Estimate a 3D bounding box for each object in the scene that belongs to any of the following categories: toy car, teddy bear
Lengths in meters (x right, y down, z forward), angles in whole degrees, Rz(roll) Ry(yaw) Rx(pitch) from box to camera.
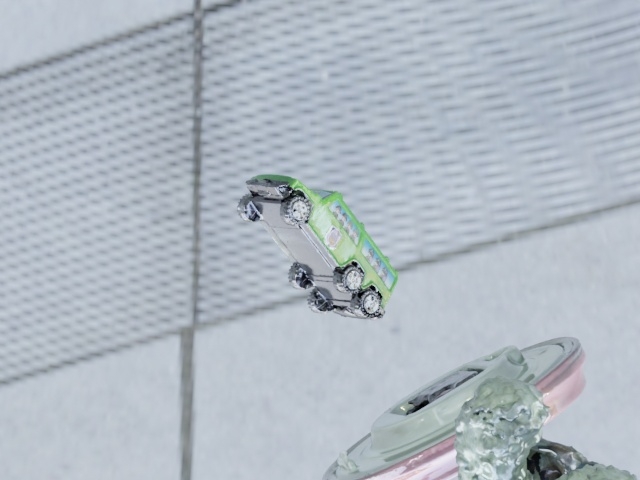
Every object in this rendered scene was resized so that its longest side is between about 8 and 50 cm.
[{"bbox_3d":[0.000,0.000,1.656,0.071,0.062,0.165,4,140,47],"label":"toy car"},{"bbox_3d":[0.137,0.171,1.078,0.111,0.133,0.213,-44,142,1],"label":"teddy bear"}]

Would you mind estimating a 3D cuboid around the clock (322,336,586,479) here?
[{"bbox_3d":[0.109,0.145,1.612,0.244,0.244,0.056,-27,92,17],"label":"clock"}]
